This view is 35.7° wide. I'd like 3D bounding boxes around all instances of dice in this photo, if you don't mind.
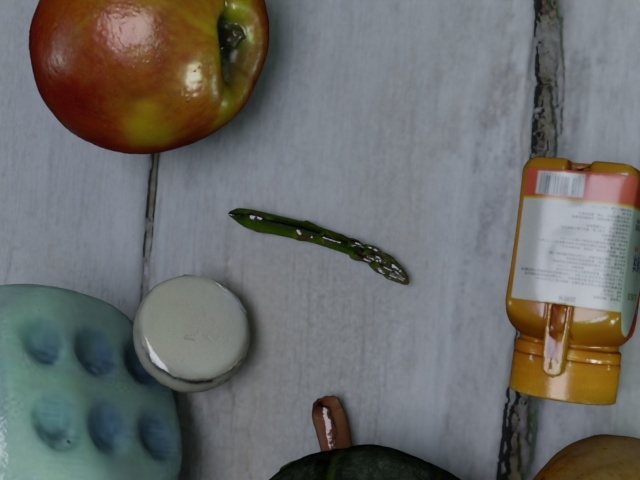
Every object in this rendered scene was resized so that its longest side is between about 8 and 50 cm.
[{"bbox_3d":[-0.336,0.220,1.114,0.262,0.268,0.264,-32,58,25],"label":"dice"}]

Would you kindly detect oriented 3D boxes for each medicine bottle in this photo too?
[{"bbox_3d":[0.246,0.039,0.953,0.112,0.149,0.222,7,89,25],"label":"medicine bottle"}]

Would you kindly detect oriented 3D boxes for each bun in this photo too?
[{"bbox_3d":[-0.155,0.115,1.160,0.138,0.138,0.094,66,153,14],"label":"bun"}]

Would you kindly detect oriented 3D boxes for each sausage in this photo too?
[{"bbox_3d":[0.017,0.261,1.102,0.047,0.040,0.176,-10,83,23],"label":"sausage"}]

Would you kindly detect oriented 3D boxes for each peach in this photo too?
[{"bbox_3d":[-0.201,-0.232,1.132,0.281,0.238,0.281,10,111,29],"label":"peach"}]

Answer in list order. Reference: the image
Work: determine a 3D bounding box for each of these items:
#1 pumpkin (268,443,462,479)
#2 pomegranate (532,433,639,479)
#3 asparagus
[{"bbox_3d":[0.046,0.350,0.973,0.300,0.207,0.300,3,102,14],"label":"pumpkin"},{"bbox_3d":[0.273,0.275,0.891,0.207,0.207,0.207,-2,85,24],"label":"pomegranate"},{"bbox_3d":[0.000,0.000,1.135,0.236,0.027,0.034,19,74,24],"label":"asparagus"}]
